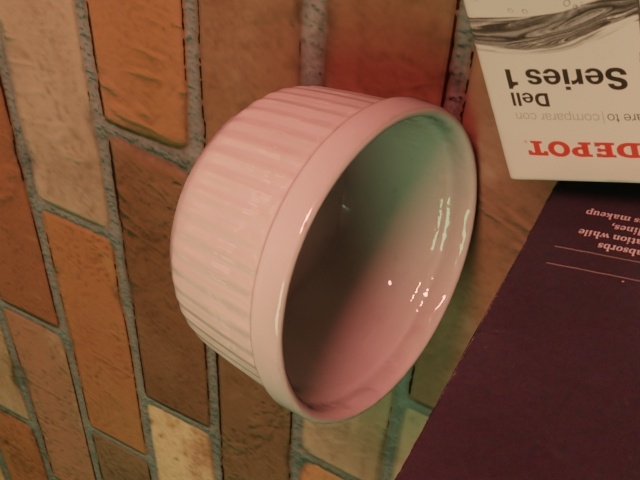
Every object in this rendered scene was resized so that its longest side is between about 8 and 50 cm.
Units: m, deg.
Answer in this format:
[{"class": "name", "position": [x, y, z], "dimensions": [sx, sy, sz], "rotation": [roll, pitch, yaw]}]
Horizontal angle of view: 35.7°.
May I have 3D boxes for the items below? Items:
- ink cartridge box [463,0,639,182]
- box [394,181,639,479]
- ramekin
[{"class": "ink cartridge box", "position": [0.151, -0.135, 0.456], "dimensions": [0.160, 0.092, 0.219], "rotation": [4, 131, 36]}, {"class": "box", "position": [0.241, 0.126, 0.473], "dimensions": [0.343, 0.312, 0.179], "rotation": [14, 136, 28]}, {"class": "ramekin", "position": [0.000, 0.000, 0.629], "dimensions": [0.109, 0.207, 0.207], "rotation": [23, 140, 32]}]
